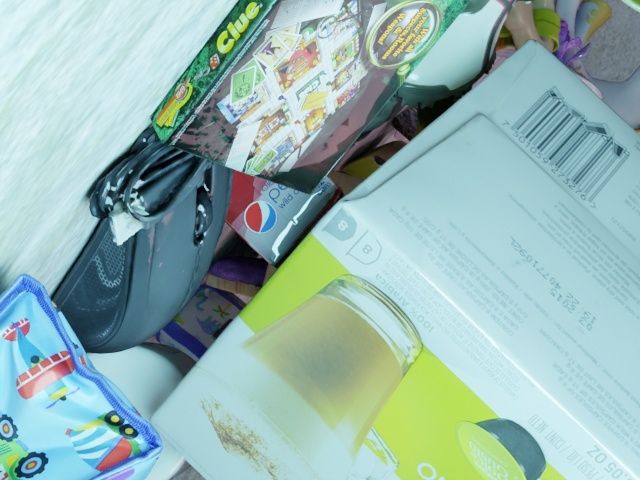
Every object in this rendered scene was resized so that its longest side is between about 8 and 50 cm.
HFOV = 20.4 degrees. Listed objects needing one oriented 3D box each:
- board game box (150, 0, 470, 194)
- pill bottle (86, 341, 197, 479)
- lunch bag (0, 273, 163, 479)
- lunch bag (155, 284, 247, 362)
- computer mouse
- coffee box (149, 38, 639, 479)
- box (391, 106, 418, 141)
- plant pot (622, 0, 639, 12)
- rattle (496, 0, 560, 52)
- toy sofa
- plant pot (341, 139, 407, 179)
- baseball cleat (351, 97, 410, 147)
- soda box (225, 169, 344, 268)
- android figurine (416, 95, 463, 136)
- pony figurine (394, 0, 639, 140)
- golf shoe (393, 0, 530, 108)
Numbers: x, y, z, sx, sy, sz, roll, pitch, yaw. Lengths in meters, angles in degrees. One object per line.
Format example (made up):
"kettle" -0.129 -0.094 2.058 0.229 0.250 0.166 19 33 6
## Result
"board game box" 0.022 -0.144 1.080 0.136 0.030 0.259 21 118 -43
"pill bottle" -0.163 0.158 1.625 0.131 0.131 0.229 -49 175 1
"lunch bag" -0.253 0.176 1.101 0.293 0.138 0.221 -38 176 -13
"lunch bag" -0.099 0.113 1.860 0.096 0.129 0.151 -54 172 12
"computer mouse" -0.111 0.004 1.222 0.188 0.072 0.272 -46 174 -41
"coffee box" 0.133 0.104 1.474 0.334 0.337 0.338 -48 176 41
"box" 0.135 -0.137 2.186 0.027 0.094 0.137 -47 176 -10
"plant pot" 0.344 -0.360 1.546 0.275 0.275 0.293 -51 -169 25
"rattle" 0.185 -0.267 1.992 0.200 0.143 0.130 2 99 -64
"toy sofa" 0.000 0.000 1.936 0.362 0.177 0.150 12 95 -84
"plant pot" 0.092 0.006 2.238 0.207 0.227 0.228 -57 172 19
"baseball cleat" 0.045 -0.137 1.638 0.109 0.072 0.206 -35 179 33
"soda box" -0.035 -0.032 1.485 0.083 0.092 0.263 -46 176 -1
"android figurine" 0.131 -0.117 1.872 0.273 0.056 0.248 79 17 -67
"pony figurine" 0.319 -0.189 2.284 0.303 0.351 0.363 -42 -157 60
"golf shoe" 0.128 -0.227 1.531 0.273 0.105 0.120 -50 158 -31
